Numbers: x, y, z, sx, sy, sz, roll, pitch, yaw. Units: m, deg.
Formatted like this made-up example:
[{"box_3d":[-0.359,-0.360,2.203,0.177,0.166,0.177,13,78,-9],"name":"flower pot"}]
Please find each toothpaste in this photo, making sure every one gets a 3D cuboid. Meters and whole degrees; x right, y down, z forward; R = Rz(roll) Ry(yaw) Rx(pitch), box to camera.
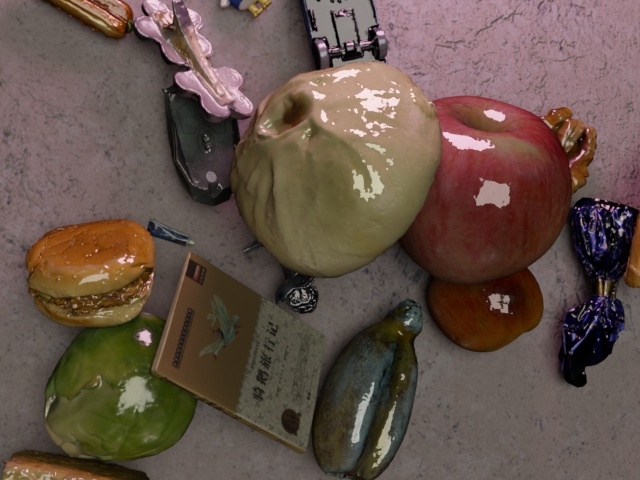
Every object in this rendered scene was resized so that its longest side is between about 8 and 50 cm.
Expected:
[{"box_3d":[-0.250,-0.010,1.628,0.083,0.019,0.027,20,100,-9],"name":"toothpaste"}]

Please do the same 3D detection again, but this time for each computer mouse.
[{"box_3d":[-0.201,-0.166,1.622,0.126,0.071,0.231,-6,77,-27],"name":"computer mouse"}]

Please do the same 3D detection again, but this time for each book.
[{"box_3d":[-0.118,0.181,1.549,0.310,0.021,0.217,35,50,-31],"name":"book"}]

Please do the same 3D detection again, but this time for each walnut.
[{"box_3d":[0.429,-0.154,1.780,0.143,0.069,0.170,39,78,-8],"name":"walnut"}]

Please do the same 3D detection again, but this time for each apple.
[{"box_3d":[0.252,-0.078,1.607,0.345,0.345,0.269,-1,118,-14],"name":"apple"},{"box_3d":[0.291,0.101,1.700,0.195,0.160,0.173,-21,71,-20],"name":"apple"}]

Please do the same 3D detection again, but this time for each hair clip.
[{"box_3d":[-0.206,-0.300,1.594,0.146,0.075,0.257,-28,87,-53],"name":"hair clip"}]

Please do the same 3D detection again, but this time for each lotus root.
[{"box_3d":[0.083,0.248,1.639,0.158,0.140,0.322,28,75,-29],"name":"lotus root"}]

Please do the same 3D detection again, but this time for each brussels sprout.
[{"box_3d":[-0.306,0.229,1.510,0.244,0.244,0.244,1,87,-14],"name":"brussels sprout"}]

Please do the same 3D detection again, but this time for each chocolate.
[{"box_3d":[0.507,0.100,1.767,0.148,0.126,0.343,9,88,-55],"name":"chocolate"}]

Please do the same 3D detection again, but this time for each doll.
[{"box_3d":[-0.145,-0.444,1.658,0.099,0.057,0.143,-42,92,-8],"name":"doll"}]

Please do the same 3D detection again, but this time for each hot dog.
[{"box_3d":[-0.386,-0.388,1.591,0.188,0.055,0.072,30,51,-16],"name":"hot dog"}]

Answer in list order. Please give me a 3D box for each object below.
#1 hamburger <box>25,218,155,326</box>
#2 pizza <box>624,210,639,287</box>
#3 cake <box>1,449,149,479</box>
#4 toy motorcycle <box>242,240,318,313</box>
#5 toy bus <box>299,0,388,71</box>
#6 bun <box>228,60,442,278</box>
[{"box_3d":[-0.350,0.048,1.503,0.214,0.214,0.108,-12,118,-14],"name":"hamburger"},{"box_3d":[0.640,-0.025,1.754,0.223,0.089,0.323,45,64,-46],"name":"pizza"},{"box_3d":[-0.393,0.479,1.462,0.222,0.227,0.286,14,82,-9],"name":"cake"},{"box_3d":[0.000,0.000,1.657,0.263,0.091,0.157,-44,90,-14],"name":"toy motorcycle"},{"box_3d":[0.021,-0.412,1.657,0.125,0.133,0.292,-14,93,-9],"name":"toy bus"},{"box_3d":[0.000,-0.131,1.483,0.202,0.364,0.364,36,78,-40],"name":"bun"}]
